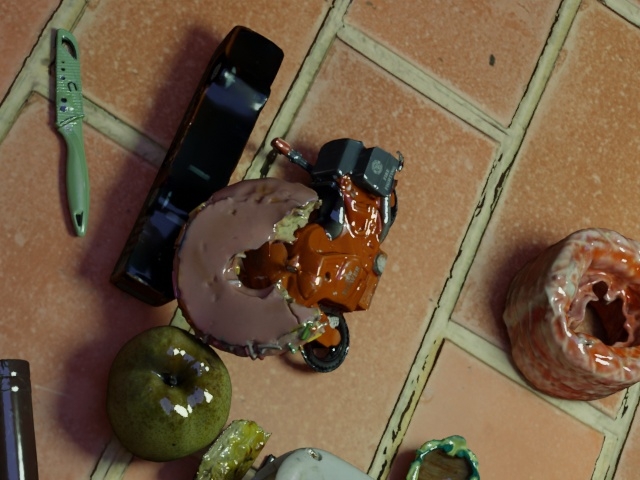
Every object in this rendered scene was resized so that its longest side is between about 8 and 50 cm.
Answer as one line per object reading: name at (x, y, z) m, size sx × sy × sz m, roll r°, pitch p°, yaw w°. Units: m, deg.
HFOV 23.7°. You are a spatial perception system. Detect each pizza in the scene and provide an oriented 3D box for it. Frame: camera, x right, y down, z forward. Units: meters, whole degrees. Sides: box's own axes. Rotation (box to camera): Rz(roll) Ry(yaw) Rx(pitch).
pizza at (-0.116, 0.286, 1.946) m, size 0.035 × 0.099 × 0.160 m, roll 29°, pitch 56°, yaw 22°

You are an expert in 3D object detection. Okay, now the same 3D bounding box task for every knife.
knife at (-0.331, -0.145, 2.023) m, size 0.043 × 0.020 × 0.293 m, roll 2°, pitch 73°, yaw -23°

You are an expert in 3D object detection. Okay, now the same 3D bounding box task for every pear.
pear at (-0.191, 0.194, 1.913) m, size 0.167 × 0.136 × 0.167 m, roll 7°, pitch 69°, yaw -17°

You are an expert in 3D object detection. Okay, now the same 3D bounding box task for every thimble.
thimble at (0.391, 0.107, 2.199) m, size 0.239 × 0.162 × 0.239 m, roll 8°, pitch 71°, yaw -24°

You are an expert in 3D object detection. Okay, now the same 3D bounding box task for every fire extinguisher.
fire extinguisher at (-0.384, 0.282, 1.838) m, size 0.089 × 0.072 × 0.268 m, roll -10°, pitch 76°, yaw 9°

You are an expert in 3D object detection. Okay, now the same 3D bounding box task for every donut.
donut at (-0.087, 0.040, 1.914) m, size 0.199 × 0.085 × 0.233 m, roll -5°, pitch 74°, yaw 15°

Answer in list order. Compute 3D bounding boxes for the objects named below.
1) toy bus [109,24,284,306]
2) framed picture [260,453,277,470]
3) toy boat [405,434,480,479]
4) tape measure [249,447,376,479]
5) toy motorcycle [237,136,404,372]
toy bus at (-0.162, -0.104, 2.047) m, size 0.093 × 0.092 × 0.409 m, roll 30°, pitch 63°, yaw -16°
framed picture at (-0.036, 0.410, 1.989) m, size 0.195 × 0.010 × 0.199 m, roll 37°, pitch 62°, yaw -10°
toy boat at (0.153, 0.406, 2.033) m, size 0.108 × 0.099 × 0.293 m, roll 17°, pitch 60°, yaw -20°
tape measure at (0.004, 0.386, 1.875) m, size 0.258 × 0.130 × 0.265 m, roll 25°, pitch 42°, yaw -38°
toy motorcycle at (0.000, 0.000, 2.073) m, size 0.221 × 0.147 × 0.326 m, roll 37°, pitch 62°, yaw -35°
